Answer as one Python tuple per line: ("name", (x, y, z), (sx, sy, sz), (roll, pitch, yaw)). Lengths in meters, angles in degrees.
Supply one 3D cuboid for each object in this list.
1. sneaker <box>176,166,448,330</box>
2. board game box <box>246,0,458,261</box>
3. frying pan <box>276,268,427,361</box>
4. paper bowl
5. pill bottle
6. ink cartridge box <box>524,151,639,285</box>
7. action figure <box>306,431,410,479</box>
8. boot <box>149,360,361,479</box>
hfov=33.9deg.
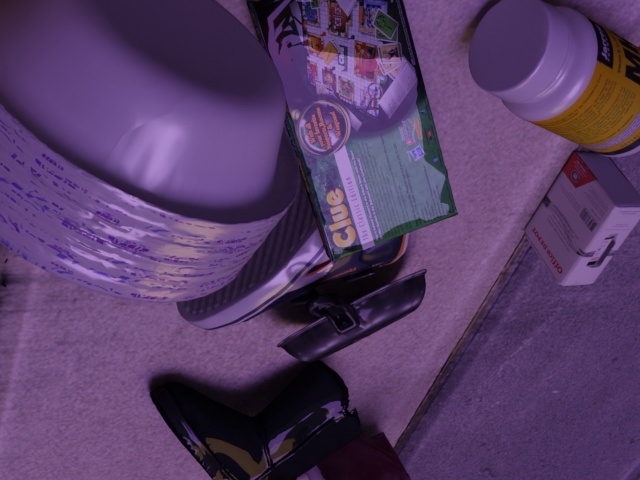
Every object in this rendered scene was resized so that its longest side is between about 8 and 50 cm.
("sneaker", (0.000, 0.000, 1.102), (0.321, 0.126, 0.127), (-39, 134, 13))
("board game box", (0.034, -0.118, 0.974), (0.136, 0.030, 0.259), (-21, 114, -9))
("frying pan", (0.054, 0.075, 1.166), (0.197, 0.053, 0.326), (-25, 173, -15))
("paper bowl", (-0.140, -0.103, 0.779), (0.284, 0.284, 0.148), (14, 126, -39))
("pill bottle", (0.253, -0.165, 1.061), (0.209, 0.119, 0.119), (15, 126, -41))
("ink cartridge box", (0.319, -0.025, 1.273), (0.056, 0.099, 0.135), (-2, 136, -29))
("action figure", (0.086, 0.378, 1.399), (0.276, 0.370, 0.248), (40, 86, -37))
("boot", (-0.075, 0.218, 1.339), (0.207, 0.094, 0.246), (-41, 117, -14))
